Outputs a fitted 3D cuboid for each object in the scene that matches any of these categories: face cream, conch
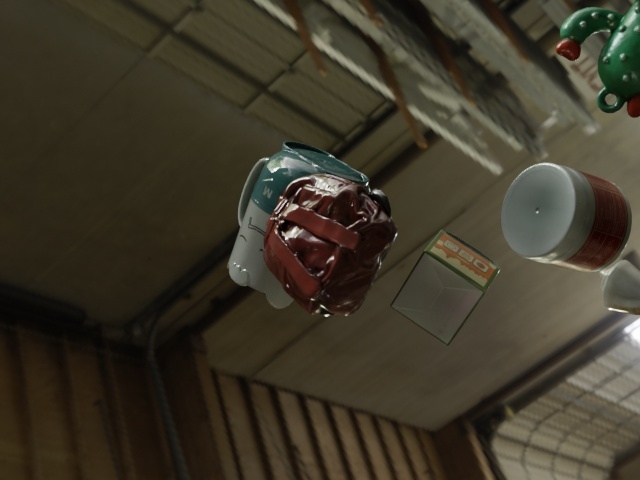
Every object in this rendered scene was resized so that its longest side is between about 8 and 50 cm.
[{"bbox_3d":[0.504,-0.045,2.033,0.187,0.201,0.201,12,-139,-36],"label":"face cream"},{"bbox_3d":[0.690,0.113,2.211,0.176,0.104,0.094,40,153,31],"label":"conch"}]

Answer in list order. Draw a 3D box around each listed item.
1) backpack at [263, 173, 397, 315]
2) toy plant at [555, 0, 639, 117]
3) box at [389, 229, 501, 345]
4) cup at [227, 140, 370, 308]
[{"bbox_3d":[0.002,0.000,1.532,0.139,0.229,0.229,8,-134,-47],"label":"backpack"},{"bbox_3d":[0.602,-0.422,1.812,0.279,0.400,0.185,16,-164,-4],"label":"toy plant"},{"bbox_3d":[0.305,0.112,2.424,0.177,0.195,0.148,33,-146,8],"label":"box"},{"bbox_3d":[-0.051,-0.040,1.832,0.219,0.258,0.289,6,-159,-41],"label":"cup"}]
